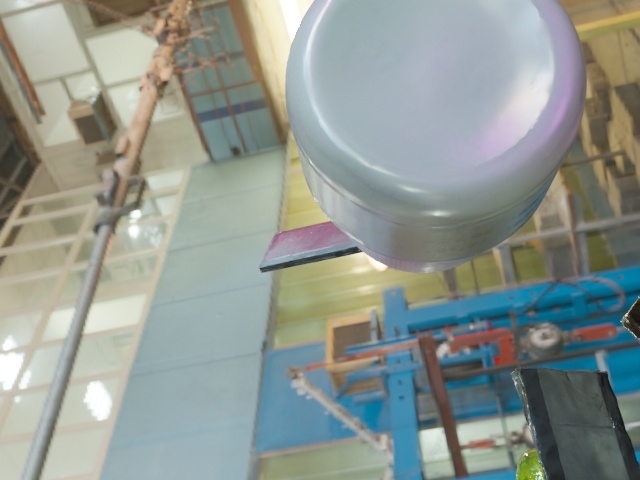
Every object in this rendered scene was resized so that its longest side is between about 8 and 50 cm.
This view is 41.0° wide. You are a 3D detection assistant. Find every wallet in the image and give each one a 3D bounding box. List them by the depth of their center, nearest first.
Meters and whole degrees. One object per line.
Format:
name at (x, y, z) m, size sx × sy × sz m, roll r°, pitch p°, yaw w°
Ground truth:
wallet at (0.000, 0.000, 1.634) m, size 0.025 × 0.232 × 0.119 m, roll 63°, pitch -152°, yaw -29°

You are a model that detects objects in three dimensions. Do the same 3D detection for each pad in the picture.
pad at (0.386, 0.292, 1.271) m, size 0.022 × 0.174 × 0.233 m, roll 116°, pitch 153°, yaw -48°

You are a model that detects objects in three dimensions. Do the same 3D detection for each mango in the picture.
mango at (0.479, 0.495, 1.832) m, size 0.119 × 0.100 × 0.178 m, roll 35°, pitch -176°, yaw -3°

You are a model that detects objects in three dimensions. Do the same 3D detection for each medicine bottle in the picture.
medicine bottle at (0.099, -0.097, 0.795) m, size 0.302 × 0.241 × 0.241 m, roll 74°, pitch -173°, yaw -74°

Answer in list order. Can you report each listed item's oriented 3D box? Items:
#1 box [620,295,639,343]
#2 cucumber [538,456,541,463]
box at (0.752, 0.114, 1.440) m, size 0.264 × 0.415 × 0.116 m, roll 52°, pitch 162°, yaw 24°
cucumber at (0.449, 0.378, 1.620) m, size 0.064 × 0.064 × 0.112 m, roll 66°, pitch -141°, yaw -52°
